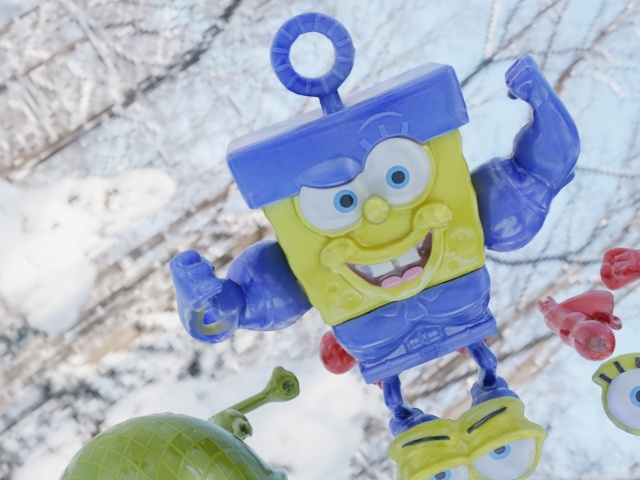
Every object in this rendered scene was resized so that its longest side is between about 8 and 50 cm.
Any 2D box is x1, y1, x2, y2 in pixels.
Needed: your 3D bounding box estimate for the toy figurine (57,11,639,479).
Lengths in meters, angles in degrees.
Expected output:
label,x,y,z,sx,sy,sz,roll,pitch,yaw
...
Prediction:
label,x,y,z,sx,sy,sz,roll,pitch,yaw
toy figurine,0.000,0.000,0.628,0.191,0.362,0.217,-104,173,-71
